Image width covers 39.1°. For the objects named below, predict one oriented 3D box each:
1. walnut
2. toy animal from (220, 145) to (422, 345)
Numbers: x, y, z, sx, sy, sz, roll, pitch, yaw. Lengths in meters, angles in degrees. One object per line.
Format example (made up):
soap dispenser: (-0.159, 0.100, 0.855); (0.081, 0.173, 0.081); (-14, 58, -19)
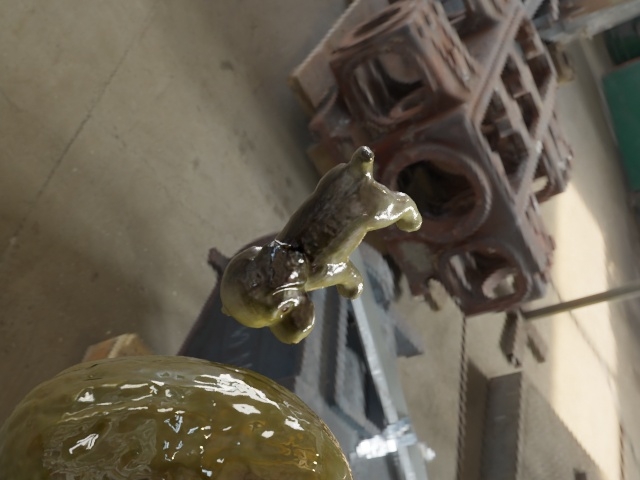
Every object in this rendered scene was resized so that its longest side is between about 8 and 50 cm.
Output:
walnut: (-0.113, 0.201, 0.684); (0.283, 0.283, 0.227); (12, 75, -54)
toy animal: (-0.001, 0.010, 0.979); (0.121, 0.233, 0.169); (43, 5, 23)
